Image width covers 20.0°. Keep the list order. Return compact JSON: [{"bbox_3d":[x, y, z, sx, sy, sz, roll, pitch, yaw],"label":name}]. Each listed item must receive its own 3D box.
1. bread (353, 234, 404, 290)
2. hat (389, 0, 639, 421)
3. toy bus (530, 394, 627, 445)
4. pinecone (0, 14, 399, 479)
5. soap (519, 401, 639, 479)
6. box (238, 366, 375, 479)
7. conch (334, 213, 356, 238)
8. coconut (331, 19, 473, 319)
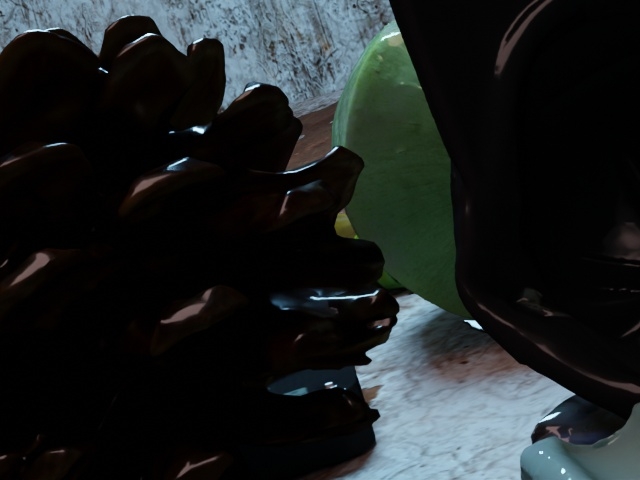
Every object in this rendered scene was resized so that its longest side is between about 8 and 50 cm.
[{"bbox_3d":[0.090,0.003,1.814,0.130,0.071,0.139,-25,12,-10],"label":"bread"},{"bbox_3d":[0.165,-0.051,0.957,0.238,0.336,0.209,-23,-19,2],"label":"hat"},{"bbox_3d":[0.245,0.090,1.026,0.138,0.112,0.317,-5,18,38],"label":"toy bus"},{"bbox_3d":[-0.129,0.059,1.146,0.398,0.397,0.398,-18,11,4],"label":"pinecone"},{"bbox_3d":[0.160,0.161,0.696,0.094,0.150,0.261,-17,10,-6],"label":"soap"},{"bbox_3d":[-0.134,0.165,1.423,0.350,0.058,0.211,-20,12,0],"label":"box"},{"bbox_3d":[0.001,0.005,1.947,0.330,0.093,0.109,-2,-19,-36],"label":"conch"},{"bbox_3d":[0.159,-0.075,1.555,0.328,0.281,0.328,19,5,-2],"label":"coconut"}]
